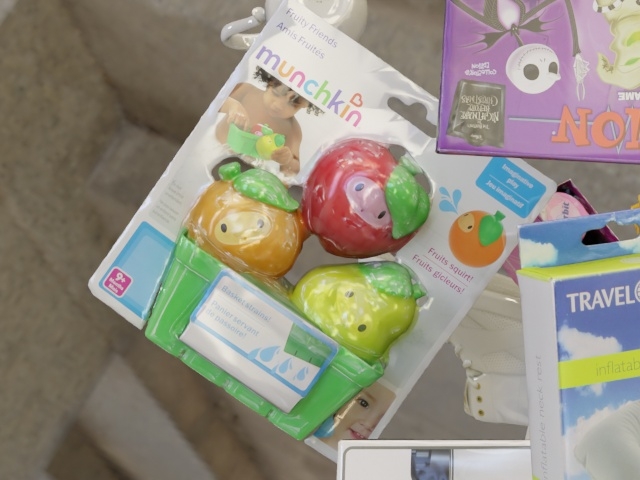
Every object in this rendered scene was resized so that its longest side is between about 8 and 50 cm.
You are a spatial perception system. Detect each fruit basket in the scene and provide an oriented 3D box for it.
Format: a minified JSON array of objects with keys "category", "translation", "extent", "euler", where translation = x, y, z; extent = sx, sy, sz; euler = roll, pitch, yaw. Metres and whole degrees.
[{"category":"fruit basket","translation":[0.000,0.000,1.507],"extent":[0.327,0.353,0.165],"euler":[36,-168,-4]}]

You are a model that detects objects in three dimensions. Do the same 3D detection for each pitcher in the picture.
[{"category":"pitcher","translation":[-0.034,-0.272,1.935],"extent":[0.178,0.125,0.207],"euler":[-3,172,-5]}]

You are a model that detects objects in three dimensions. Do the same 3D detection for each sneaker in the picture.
[{"category":"sneaker","translation":[0.162,0.117,1.754],"extent":[0.293,0.169,0.108],"euler":[20,-160,12]}]

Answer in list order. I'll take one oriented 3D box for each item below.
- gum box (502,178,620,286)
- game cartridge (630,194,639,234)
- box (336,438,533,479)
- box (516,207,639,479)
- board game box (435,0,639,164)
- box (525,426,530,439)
[{"category":"gum box","translation":[0.269,0.047,1.575],"extent":[0.188,0.062,0.107],"euler":[53,151,13]},{"category":"game cartridge","translation":[0.519,-0.044,1.697],"extent":[0.324,0.052,0.285],"euler":[-23,157,18]},{"category":"box","translation":[0.157,0.234,1.148],"extent":[0.290,0.169,0.087],"euler":[-2,166,21]},{"category":"box","translation":[0.157,0.075,0.776],"extent":[0.109,0.178,0.042],"euler":[-8,-170,-19]},{"category":"board game box","translation":[0.257,-0.152,1.065],"extent":[0.347,0.208,0.056],"euler":[3,-176,2]},{"category":"box","translation":[0.392,0.228,1.938],"extent":[0.232,0.126,0.149],"euler":[12,180,26]}]
